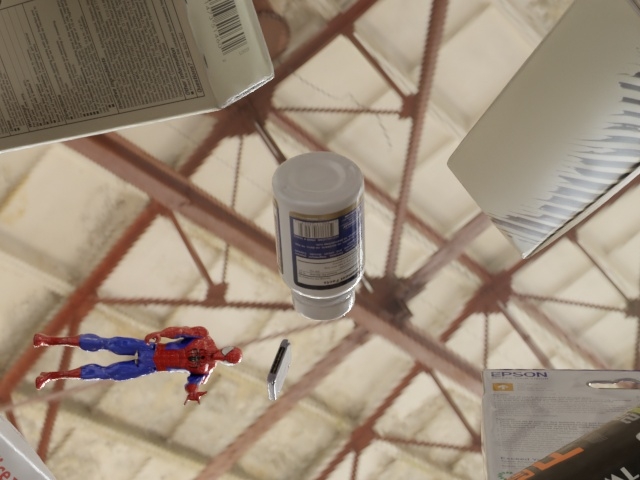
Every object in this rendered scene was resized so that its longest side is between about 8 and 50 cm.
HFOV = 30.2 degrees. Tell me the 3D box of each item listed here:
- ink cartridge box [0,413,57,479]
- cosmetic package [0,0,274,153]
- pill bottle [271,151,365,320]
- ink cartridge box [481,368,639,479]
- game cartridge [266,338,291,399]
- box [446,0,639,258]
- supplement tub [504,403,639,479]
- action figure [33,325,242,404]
[{"bbox_3d":[-0.326,0.215,0.909,0.219,0.092,0.160,-44,-33,-14],"label":"ink cartridge box"},{"bbox_3d":[-0.217,-0.193,1.175,0.113,0.309,0.160,-40,-61,-52],"label":"cosmetic package"},{"bbox_3d":[0.000,0.000,1.236,0.094,0.094,0.169,-17,-47,-17],"label":"pill bottle"},{"bbox_3d":[0.325,0.215,1.184,0.324,0.330,0.072,0,-77,6],"label":"ink cartridge box"},{"bbox_3d":[-0.063,0.197,1.796,0.017,0.083,0.056,9,-42,15],"label":"game cartridge"},{"bbox_3d":[0.179,-0.089,0.719,0.113,0.094,0.275,-35,-8,-18],"label":"box"},{"bbox_3d":[0.209,0.251,0.859,0.338,0.207,0.207,-28,-43,-7],"label":"supplement tub"},{"bbox_3d":[-0.244,0.163,1.574,0.280,0.139,0.092,-2,-86,-1],"label":"action figure"}]
